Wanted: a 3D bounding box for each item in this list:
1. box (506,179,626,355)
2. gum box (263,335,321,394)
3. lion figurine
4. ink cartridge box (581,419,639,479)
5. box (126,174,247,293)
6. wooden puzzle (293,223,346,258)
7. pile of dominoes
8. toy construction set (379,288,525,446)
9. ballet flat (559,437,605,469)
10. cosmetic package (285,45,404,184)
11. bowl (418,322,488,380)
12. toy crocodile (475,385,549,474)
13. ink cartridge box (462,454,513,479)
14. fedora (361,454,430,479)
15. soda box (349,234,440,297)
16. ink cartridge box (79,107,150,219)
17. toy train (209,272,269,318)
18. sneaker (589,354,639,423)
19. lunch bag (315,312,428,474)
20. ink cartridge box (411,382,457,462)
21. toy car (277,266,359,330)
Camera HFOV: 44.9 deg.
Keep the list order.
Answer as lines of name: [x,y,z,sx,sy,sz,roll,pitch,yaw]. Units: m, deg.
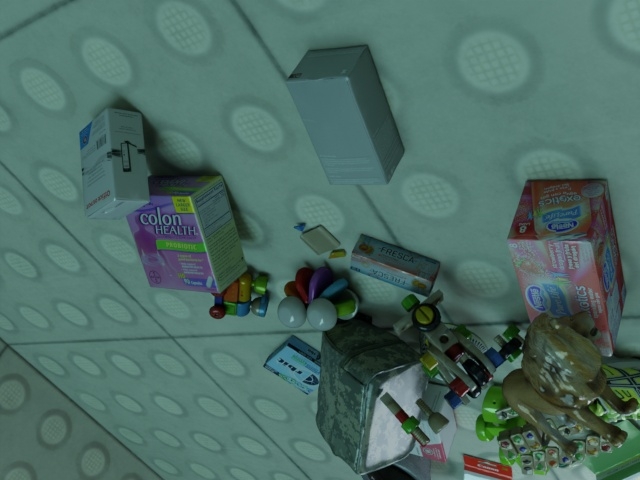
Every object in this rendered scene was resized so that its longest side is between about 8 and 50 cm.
box: [0.442,0.052,1.370,0.142,0.154,0.300,2,138,32]
gum box: [-0.057,0.350,2.158,0.157,0.041,0.184,33,143,-7]
lion figurine: [0.417,0.273,1.417,0.240,0.142,0.392,36,150,4]
ink cartridge box: [0.715,0.530,1.801,0.235,0.056,0.171,39,121,-22]
box: [-0.308,-0.017,1.754,0.214,0.117,0.243,3,118,31]
wooden puzzle: [0.000,0.000,1.719,0.079,0.014,0.116,-18,124,40]
pile of dominoes: [0.538,0.446,1.771,0.251,0.040,0.196,-24,106,24]
toy construction set: [0.232,0.248,1.623,0.237,0.257,0.309,46,107,18]
ballet flat: [0.647,0.515,1.881,0.052,0.057,0.168,25,138,-26]
cosmetic package: [0.047,-0.213,1.354,0.127,0.107,0.238,5,135,29]
bowl: [0.298,0.275,1.800,0.170,0.080,0.170,17,142,14]
toy crocodile: [0.486,0.485,1.928,0.115,0.105,0.340,-9,135,39]
ink cartridge box: [0.479,0.691,2.220,0.145,0.045,0.179,9,142,24]
fedora: [0.248,0.686,2.296,0.244,0.124,0.275,-22,113,44]
soda box: [0.157,0.054,1.641,0.183,0.058,0.063,21,144,12]
ink cartridge box: [-0.442,-0.158,1.651,0.086,0.203,0.148,2,164,-41]
toy train: [-0.193,0.097,1.907,0.143,0.105,0.248,9,136,-1]
sneaker: [0.623,0.320,1.582,0.385,0.147,0.145,14,140,16]
lunch bag: [0.097,0.353,1.842,0.256,0.213,0.305,30,123,45]
ink cartridge box: [0.203,0.461,2.056,0.283,0.117,0.207,8,139,26]
toy car: [-0.005,0.127,1.789,0.182,0.159,0.136,1,100,33]
